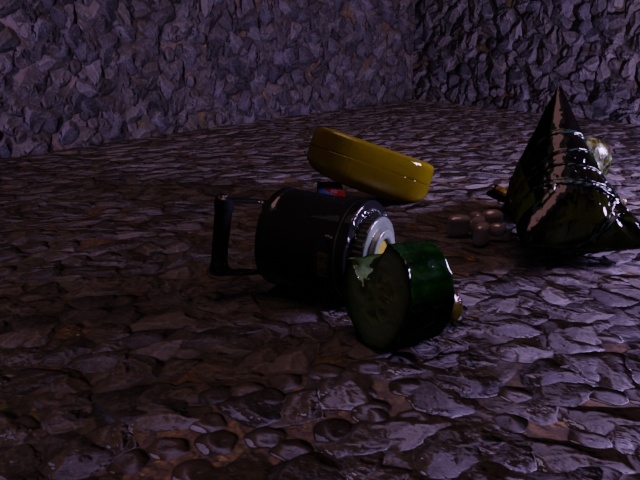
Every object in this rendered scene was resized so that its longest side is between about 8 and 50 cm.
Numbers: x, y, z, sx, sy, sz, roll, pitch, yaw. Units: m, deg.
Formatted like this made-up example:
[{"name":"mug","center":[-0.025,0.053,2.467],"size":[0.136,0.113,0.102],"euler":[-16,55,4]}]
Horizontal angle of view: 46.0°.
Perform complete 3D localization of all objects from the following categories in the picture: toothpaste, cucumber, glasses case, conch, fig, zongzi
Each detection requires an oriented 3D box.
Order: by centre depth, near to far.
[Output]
[{"name":"cucumber","center":[0.137,0.094,1.298],"size":[0.130,0.191,0.191],"euler":[-13,22,-31]},{"name":"fig","center":[0.212,0.122,1.385],"size":[0.098,0.082,0.084],"euler":[-29,11,6]},{"name":"zongzi","center":[0.565,-0.157,1.759],"size":[0.319,0.362,0.383],"euler":[2,24,-14]},{"name":"conch","center":[0.649,-0.189,1.927],"size":[0.187,0.124,0.181],"euler":[-20,1,15]},{"name":"toothpaste","center":[0.031,-0.096,2.064],"size":[0.076,0.066,0.320],"euler":[-1,19,-3]},{"name":"glasses case","center":[0.144,-0.207,2.167],"size":[0.371,0.141,0.173],"euler":[17,6,-11]}]

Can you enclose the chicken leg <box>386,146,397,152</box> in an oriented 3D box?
[{"name":"chicken leg","center":[0.201,-0.261,2.542],"size":[0.207,0.085,0.101],"euler":[13,64,54]}]

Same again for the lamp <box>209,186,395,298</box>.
[{"name":"lamp","center":[0.006,0.007,1.511],"size":[0.374,0.205,0.272],"euler":[-2,10,-42]}]

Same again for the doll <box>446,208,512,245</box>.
[{"name":"doll","center":[0.400,-0.039,1.889],"size":[0.160,0.059,0.161],"euler":[-11,20,-31]}]

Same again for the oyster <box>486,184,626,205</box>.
[{"name":"oyster","center":[0.635,-0.115,2.053],"size":[0.361,0.096,0.221],"euler":[4,22,17]}]
